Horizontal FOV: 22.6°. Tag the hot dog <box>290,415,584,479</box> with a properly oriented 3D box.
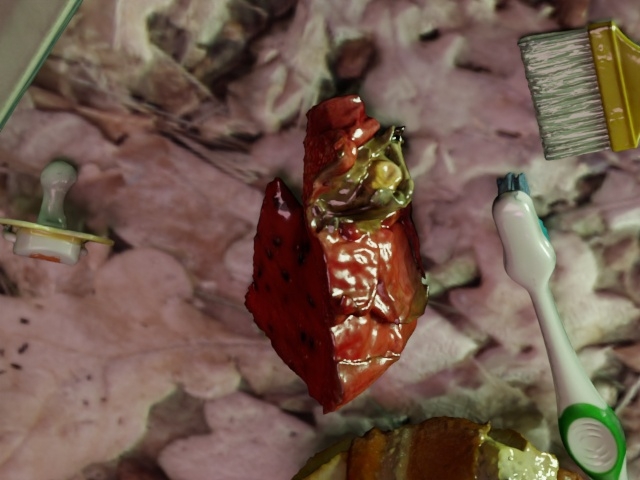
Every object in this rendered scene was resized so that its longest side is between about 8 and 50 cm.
[{"bbox_3d":[0.075,0.174,1.070,0.213,0.103,0.146,1,143,20],"label":"hot dog"}]

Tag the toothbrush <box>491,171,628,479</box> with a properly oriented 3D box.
[{"bbox_3d":[0.182,0.138,1.057,0.042,0.040,0.418,-14,118,16],"label":"toothbrush"}]

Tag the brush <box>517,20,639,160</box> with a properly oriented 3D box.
[{"bbox_3d":[0.222,-0.098,0.922,0.205,0.011,0.083,-9,118,15],"label":"brush"}]

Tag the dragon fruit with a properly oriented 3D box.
[{"bbox_3d":[0.018,-0.004,0.997,0.092,0.122,0.192,-16,122,-27],"label":"dragon fruit"}]

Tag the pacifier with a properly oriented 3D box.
[{"bbox_3d":[-0.171,-0.019,1.024,0.083,0.068,0.064,12,90,-18],"label":"pacifier"}]

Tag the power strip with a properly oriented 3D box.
[{"bbox_3d":[-0.183,-0.105,0.925,0.046,0.118,0.270,31,121,-13],"label":"power strip"}]
